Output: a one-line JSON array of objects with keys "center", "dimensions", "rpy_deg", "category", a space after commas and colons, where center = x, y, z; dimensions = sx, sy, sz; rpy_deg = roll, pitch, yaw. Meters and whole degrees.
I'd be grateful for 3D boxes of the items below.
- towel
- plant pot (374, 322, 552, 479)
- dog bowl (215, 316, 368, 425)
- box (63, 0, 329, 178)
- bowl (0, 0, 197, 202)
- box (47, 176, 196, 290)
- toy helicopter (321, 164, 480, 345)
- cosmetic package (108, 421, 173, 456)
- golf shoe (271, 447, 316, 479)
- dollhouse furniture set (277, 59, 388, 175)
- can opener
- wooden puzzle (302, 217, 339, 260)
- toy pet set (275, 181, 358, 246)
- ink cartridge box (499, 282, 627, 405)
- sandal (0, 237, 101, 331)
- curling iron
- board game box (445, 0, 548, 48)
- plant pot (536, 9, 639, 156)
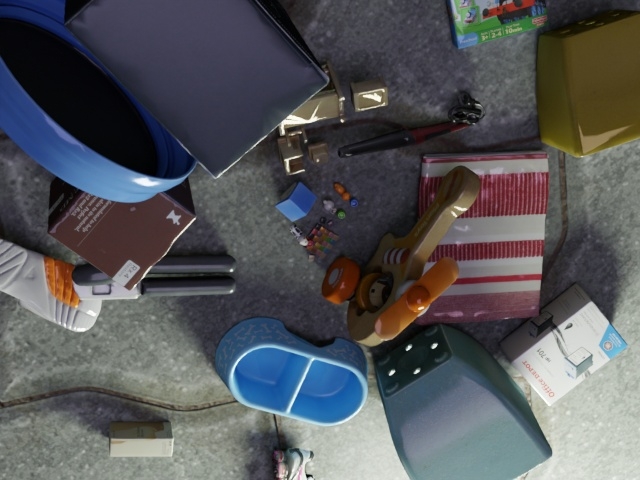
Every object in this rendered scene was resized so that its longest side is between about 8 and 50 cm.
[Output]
[{"center": [0.288, -0.004, 2.106], "dimensions": [0.237, 0.037, 0.329], "rpy_deg": [-3, 113, -8], "category": "towel"}, {"center": [0.231, 0.302, 2.124], "dimensions": [0.247, 0.248, 0.252], "rpy_deg": [-32, 111, 8], "category": "plant pot"}, {"center": [-0.046, 0.247, 2.133], "dimensions": [0.297, 0.074, 0.166], "rpy_deg": [18, 110, -18], "category": "dog bowl"}, {"center": [-0.187, -0.317, 1.663], "dimensions": [0.212, 0.395, 0.293], "rpy_deg": [-40, 115, 8], "category": "box"}, {"center": [-0.347, -0.217, 1.691], "dimensions": [0.391, 0.391, 0.077], "rpy_deg": [38, 115, -24], "category": "bowl"}, {"center": [-0.318, -0.064, 1.862], "dimensions": [0.167, 0.203, 0.168], "rpy_deg": [38, 102, -24], "category": "box"}, {"center": [0.158, 0.031, 1.983], "dimensions": [0.140, 0.235, 0.355], "rpy_deg": [28, 106, -21], "category": "toy helicopter"}, {"center": [-0.329, 0.364, 2.139], "dimensions": [0.115, 0.060, 0.041], "rpy_deg": [2, 113, -14], "category": "cosmetic package"}, {"center": [-0.049, 0.485, 2.246], "dimensions": [0.086, 0.067, 0.186], "rpy_deg": [-4, 115, -11], "category": "golf shoe"}, {"center": [0.012, -0.212, 1.942], "dimensions": [0.181, 0.101, 0.161], "rpy_deg": [-13, 141, -6], "category": "dollhouse furniture set"}, {"center": [-0.278, 0.064, 1.974], "dimensions": [0.283, 0.095, 0.076], "rpy_deg": [-1, 98, -16], "category": "can opener"}, {"center": [0.000, 0.000, 2.065], "dimensions": [0.049, 0.006, 0.083], "rpy_deg": [31, 105, -22], "category": "wooden puzzle"}, {"center": [-0.011, -0.051, 2.001], "dimensions": [0.122, 0.065, 0.114], "rpy_deg": [-44, 110, 10], "category": "toy pet set"}, {"center": [0.458, 0.197, 2.206], "dimensions": [0.190, 0.082, 0.139], "rpy_deg": [-40, 116, 7], "category": "ink cartridge box"}, {"center": [-0.485, 0.062, 1.957], "dimensions": [0.265, 0.076, 0.102], "rpy_deg": [34, 73, -34], "category": "sandal"}, {"center": [0.152, -0.188, 1.966], "dimensions": [0.274, 0.035, 0.068], "rpy_deg": [-19, 127, -14], "category": "curling iron"}, {"center": [0.278, -0.435, 1.900], "dimensions": [0.160, 0.039, 0.212], "rpy_deg": [-16, 116, -3], "category": "board game box"}, {"center": [0.470, -0.271, 1.932], "dimensions": [0.212, 0.212, 0.187], "rpy_deg": [-18, 104, -2], "category": "plant pot"}]
